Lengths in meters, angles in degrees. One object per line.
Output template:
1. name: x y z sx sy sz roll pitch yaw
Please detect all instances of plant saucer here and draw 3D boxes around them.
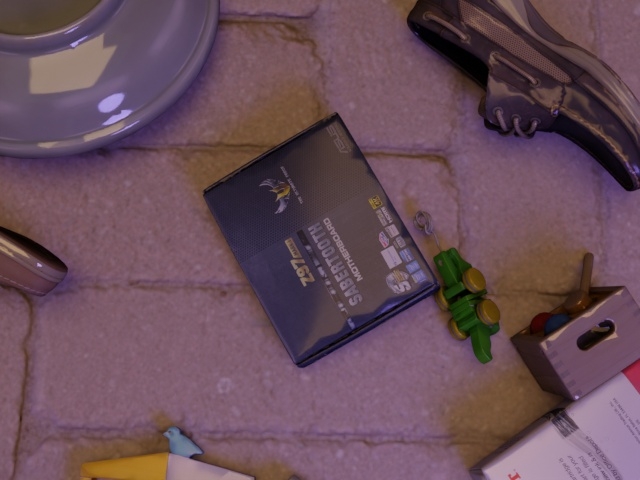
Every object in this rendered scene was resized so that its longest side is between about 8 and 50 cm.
1. plant saucer: -0.320 -0.292 1.056 0.400 0.100 0.401 0 67 0

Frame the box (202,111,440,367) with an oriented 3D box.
1. box: 0.000 0.000 1.024 0.183 0.059 0.233 -30 78 4

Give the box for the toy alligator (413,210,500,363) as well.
1. toy alligator: 0.163 0.049 1.032 0.051 0.056 0.190 -1 62 -45

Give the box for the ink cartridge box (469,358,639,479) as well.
1. ink cartridge box: 0.302 0.248 0.955 0.237 0.100 0.172 -33 79 -8

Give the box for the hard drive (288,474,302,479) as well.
1. hard drive: 0.053 0.385 0.890 0.307 0.203 0.040 34 121 7

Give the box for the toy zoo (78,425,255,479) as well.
1. toy zoo: -0.174 0.349 0.971 0.192 0.030 0.293 4 77 1

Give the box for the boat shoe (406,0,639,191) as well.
1. boat shoe: 0.239 -0.176 1.054 0.130 0.132 0.355 -41 71 1

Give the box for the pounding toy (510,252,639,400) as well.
1. pounding toy: 0.286 0.088 0.987 0.141 0.130 0.100 -33 89 -5

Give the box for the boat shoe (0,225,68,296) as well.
1. boat shoe: -0.444 0.010 1.015 0.341 0.121 0.110 18 82 15
